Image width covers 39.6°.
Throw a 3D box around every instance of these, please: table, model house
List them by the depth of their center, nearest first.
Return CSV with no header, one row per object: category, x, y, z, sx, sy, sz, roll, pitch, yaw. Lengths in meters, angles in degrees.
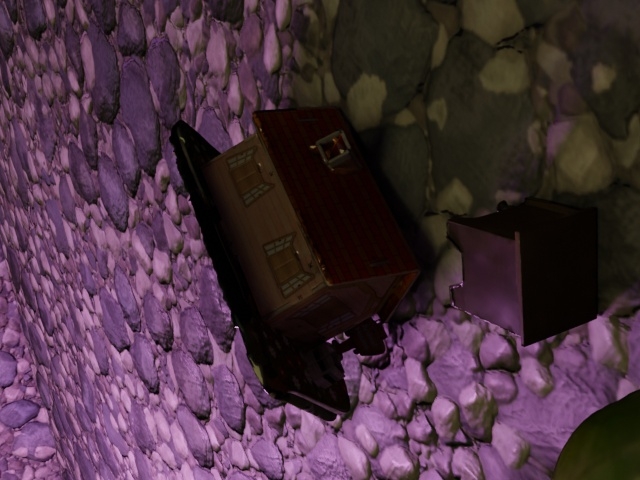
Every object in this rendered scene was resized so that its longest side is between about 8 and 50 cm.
table,0.143,0.016,0.641,0.082,0.070,0.083,24,125,57
model house,-0.001,-0.001,0.833,0.207,0.154,0.294,40,-157,-60

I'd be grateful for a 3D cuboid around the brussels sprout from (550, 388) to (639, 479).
brussels sprout,0.219,0.169,0.452,0.244,0.244,0.244,33,131,48
